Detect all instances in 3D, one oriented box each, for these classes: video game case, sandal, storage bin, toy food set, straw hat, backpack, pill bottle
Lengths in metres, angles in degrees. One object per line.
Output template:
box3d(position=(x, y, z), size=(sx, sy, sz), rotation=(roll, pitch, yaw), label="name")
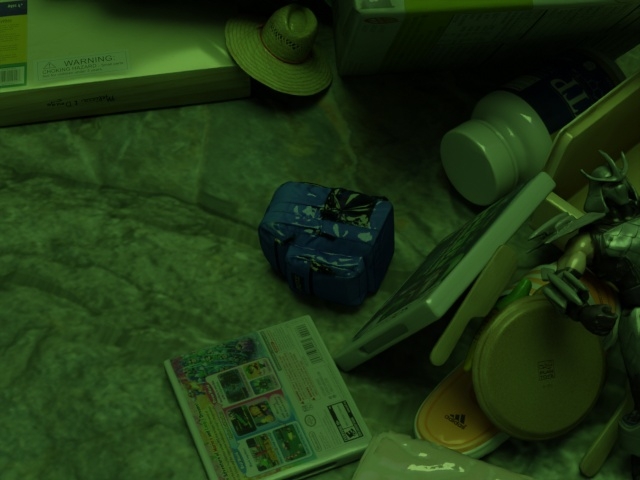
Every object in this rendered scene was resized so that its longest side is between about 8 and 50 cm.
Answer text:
box3d(position=(-0.047, 0.145, 1.096), size=(0.143, 0.019, 0.157), rotation=(-17, 50, -14), label="video game case")
box3d(position=(0.184, 0.092, 1.102), size=(0.102, 0.076, 0.265), rotation=(31, 54, 26), label="sandal")
box3d(position=(0.376, -0.041, 1.170), size=(0.262, 0.123, 0.260), rotation=(39, 55, 24), label="storage bin")
box3d(position=(0.109, 0.029, 1.110), size=(0.022, 0.173, 0.190), rotation=(48, 57, -3), label="video game case")
box3d(position=(0.184, 0.103, 1.049), size=(0.192, 0.038, 0.132), rotation=(38, 81, -15), label="toy food set")
box3d(position=(-0.033, -0.228, 1.380), size=(0.144, 0.061, 0.144), rotation=(20, 39, -17), label="straw hat")
box3d(position=(0.000, 0.000, 1.178), size=(0.120, 0.098, 0.101), rotation=(17, 53, 15), label="backpack")
box3d(position=(0.218, -0.113, 1.271), size=(0.187, 0.112, 0.112), rotation=(-31, 53, -25), label="pill bottle")

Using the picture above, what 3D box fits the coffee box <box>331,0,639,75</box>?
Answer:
box3d(position=(0.178, -0.366, 1.270), size=(0.334, 0.338, 0.337), rotation=(-4, 88, -2), label="coffee box")

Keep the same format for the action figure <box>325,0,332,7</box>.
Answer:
box3d(position=(-0.018, -0.335, 1.498), size=(0.232, 0.063, 0.137), rotation=(27, 49, 9), label="action figure")

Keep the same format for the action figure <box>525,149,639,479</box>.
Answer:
box3d(position=(0.275, 0.060, 1.009), size=(0.185, 0.099, 0.285), rotation=(-18, 89, -10), label="action figure")

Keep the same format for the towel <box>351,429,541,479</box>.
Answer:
box3d(position=(0.138, 0.312, 0.912), size=(0.332, 0.053, 0.317), rotation=(17, 50, 17), label="towel")

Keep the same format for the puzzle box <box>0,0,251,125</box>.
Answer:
box3d(position=(-0.298, -0.246, 1.447), size=(0.409, 0.052, 0.272), rotation=(-7, 47, -5), label="puzzle box")
